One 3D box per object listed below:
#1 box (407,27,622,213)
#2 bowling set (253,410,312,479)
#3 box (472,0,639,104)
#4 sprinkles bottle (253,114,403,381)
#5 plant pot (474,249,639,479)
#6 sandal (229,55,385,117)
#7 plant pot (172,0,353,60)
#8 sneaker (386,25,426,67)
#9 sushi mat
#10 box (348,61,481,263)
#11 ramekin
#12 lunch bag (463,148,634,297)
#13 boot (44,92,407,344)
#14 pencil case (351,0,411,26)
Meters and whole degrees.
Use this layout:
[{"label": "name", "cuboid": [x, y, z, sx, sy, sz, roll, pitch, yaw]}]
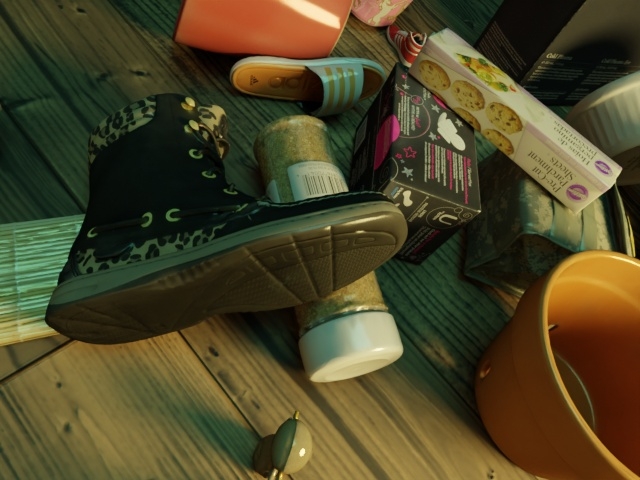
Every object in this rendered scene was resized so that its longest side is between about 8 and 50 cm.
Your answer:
[{"label": "box", "cuboid": [0.271, -0.177, 0.689, 0.324, 0.067, 0.063, 45, 54, 9]}, {"label": "bowling set", "cuboid": [-0.007, 0.319, 0.426, 0.200, 0.154, 0.286, 24, 55, -5]}, {"label": "box", "cuboid": [0.571, -0.465, 1.029, 0.344, 0.312, 0.178, -6, 62, -24]}, {"label": "sprinkles bottle", "cuboid": [0.000, 0.000, 0.645, 0.121, 0.121, 0.355, -4, 61, -23]}, {"label": "plant pot", "cuboid": [0.339, 0.185, 0.609, 0.291, 0.203, 0.290, 9, 57, -15]}, {"label": "sandal", "cuboid": [-0.017, -0.249, 0.813, 0.266, 0.102, 0.076, -3, 62, -12]}, {"label": "plant pot", "cuboid": [-0.088, -0.420, 0.799, 0.243, 0.275, 0.274, 16, 55, -22]}, {"label": "sneaker", "cuboid": [0.181, -0.427, 1.008, 0.042, 0.067, 0.118, -10, 64, -26]}, {"label": "sushi mat", "cuboid": [-0.403, 0.054, 0.523, 0.317, 0.019, 0.151, -10, 63, -25]}, {"label": "box", "cuboid": [0.138, -0.116, 0.743, 0.142, 0.163, 0.247, 18, 55, -13]}, {"label": "ramekin", "cuboid": [0.632, -0.207, 0.933, 0.273, 0.273, 0.127, 3, 70, -19]}, {"label": "lunch bag", "cuboid": [0.396, -0.013, 0.778, 0.287, 0.169, 0.235, 24, 54, -12]}, {"label": "boot", "cuboid": [-0.117, -0.055, 0.562, 0.378, 0.138, 0.284, -17, 55, 3]}, {"label": "pencil case", "cuboid": [0.178, -0.605, 0.918, 0.167, 0.386, 0.160, -6, 66, -37]}]
